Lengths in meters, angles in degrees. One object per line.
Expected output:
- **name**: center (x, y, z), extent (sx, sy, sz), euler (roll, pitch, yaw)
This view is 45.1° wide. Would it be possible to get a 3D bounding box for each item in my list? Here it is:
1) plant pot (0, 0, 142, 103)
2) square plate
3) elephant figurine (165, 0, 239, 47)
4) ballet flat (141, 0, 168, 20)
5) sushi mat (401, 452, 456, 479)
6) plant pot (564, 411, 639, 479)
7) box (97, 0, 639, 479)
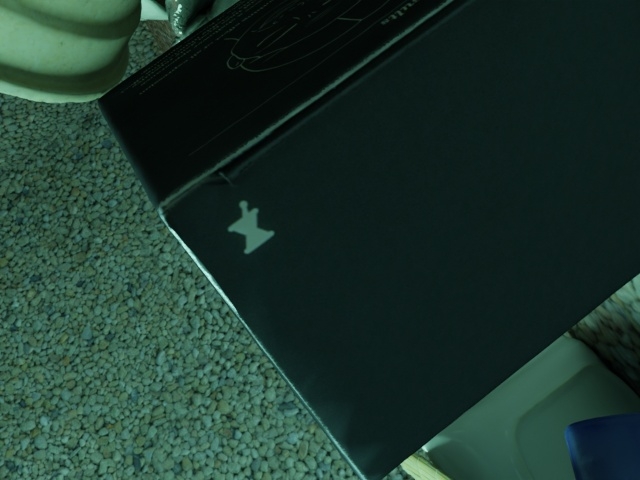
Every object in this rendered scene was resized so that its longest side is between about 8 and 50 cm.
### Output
- **plant pot**: center (-0.215, -0.336, 0.614), extent (0.333, 0.305, 0.334), euler (37, -153, -22)
- **square plate**: center (0.292, 0.255, 0.730), extent (0.344, 0.049, 0.347), euler (-15, -119, -50)
- **elephant figurine**: center (-0.109, -0.244, 0.922), extent (0.169, 0.239, 0.186), euler (48, 171, 43)
- **ballet flat**: center (-0.237, -0.368, 1.034), extent (0.139, 0.139, 0.400), euler (57, -162, -28)
- **sushi mat**: center (0.129, 0.237, 0.584), extent (0.151, 0.019, 0.316), euler (54, 171, 3)
- **plant pot**: center (0.293, 0.233, 0.443), extent (0.236, 0.212, 0.236), euler (-93, -23, -51)
- **box**: center (0.028, -0.077, 0.572), extent (0.212, 0.293, 0.395), euler (56, 174, -25)
